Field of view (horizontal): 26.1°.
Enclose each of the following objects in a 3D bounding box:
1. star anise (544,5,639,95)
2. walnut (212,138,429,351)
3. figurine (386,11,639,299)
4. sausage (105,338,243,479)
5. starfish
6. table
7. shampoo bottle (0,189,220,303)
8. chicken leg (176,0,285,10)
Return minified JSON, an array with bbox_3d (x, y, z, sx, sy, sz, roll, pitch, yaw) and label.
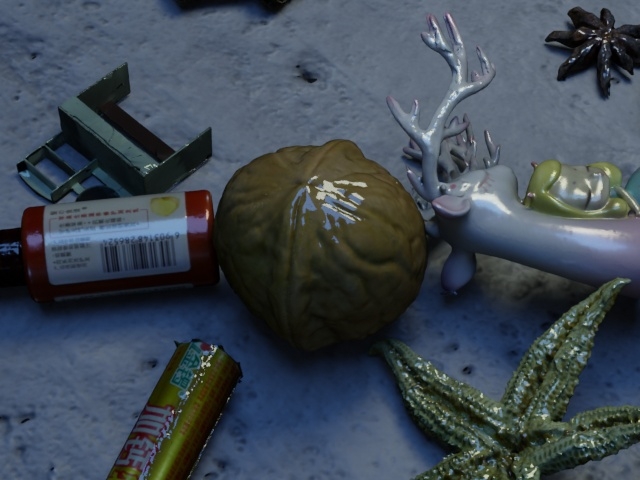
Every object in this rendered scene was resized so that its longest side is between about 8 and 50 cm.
[{"bbox_3d":[0.341,-0.240,1.674,0.141,0.042,0.141,0,53,0],"label":"star anise"},{"bbox_3d":[0.000,0.000,1.393,0.228,0.228,0.228,0,55,0],"label":"walnut"},{"bbox_3d":[0.210,-0.061,1.464,0.315,0.206,0.284,11,53,-5],"label":"figurine"},{"bbox_3d":[-0.183,0.261,1.301,0.082,0.082,0.371,18,57,12],"label":"sausage"},{"bbox_3d":[0.185,0.198,1.299,0.357,0.078,0.347,-6,47,29],"label":"starfish"},{"bbox_3d":[-0.236,-0.102,1.565,0.146,0.062,0.175,37,61,23],"label":"table"},{"bbox_3d":[-0.249,0.010,1.457,0.278,0.104,0.104,-6,55,-4],"label":"shampoo bottle"},{"bbox_3d":[-0.087,-0.338,1.731,0.196,0.080,0.125,-35,51,-14],"label":"chicken leg"}]
